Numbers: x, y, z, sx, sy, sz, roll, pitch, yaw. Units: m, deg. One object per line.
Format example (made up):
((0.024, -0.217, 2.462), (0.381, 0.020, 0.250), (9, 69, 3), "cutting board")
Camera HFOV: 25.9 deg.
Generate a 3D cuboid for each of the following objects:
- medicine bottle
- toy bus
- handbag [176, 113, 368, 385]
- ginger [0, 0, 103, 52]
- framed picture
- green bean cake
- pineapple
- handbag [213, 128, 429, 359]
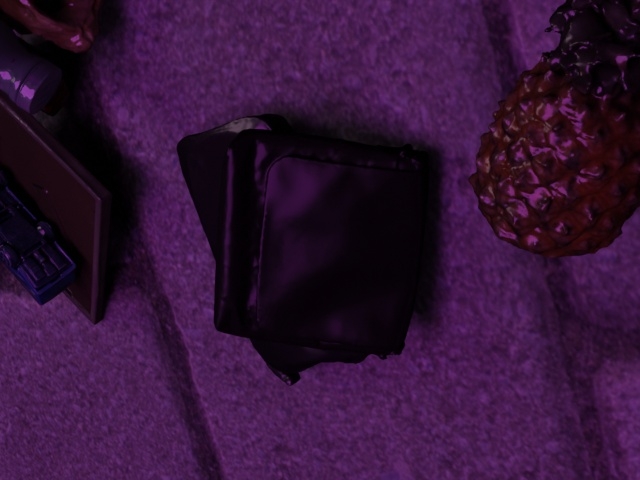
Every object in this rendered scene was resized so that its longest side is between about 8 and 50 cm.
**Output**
((-0.421, -0.239, 1.690), (0.217, 0.090, 0.090), (34, 134, 5), "medicine bottle")
((-0.438, -0.017, 1.929), (0.236, 0.079, 0.094), (47, 153, 13), "toy bus")
((-0.051, 0.014, 1.641), (0.192, 0.075, 0.332), (-13, 104, 45), "handbag")
((-0.368, -0.326, 1.720), (0.276, 0.130, 0.221), (42, 146, 17), "ginger")
((-0.375, -0.043, 1.910), (0.240, 0.020, 0.324), (42, 149, 18), "framed picture")
((-0.395, -0.227, 1.802), (0.136, 0.056, 0.135), (33, 174, 11), "green bean cake")
((0.247, -0.150, 1.204), (0.169, 0.169, 0.340), (37, 131, 23), "pineapple")
((0.000, 0.000, 1.516), (0.223, 0.080, 0.246), (7, 112, 5), "handbag")
